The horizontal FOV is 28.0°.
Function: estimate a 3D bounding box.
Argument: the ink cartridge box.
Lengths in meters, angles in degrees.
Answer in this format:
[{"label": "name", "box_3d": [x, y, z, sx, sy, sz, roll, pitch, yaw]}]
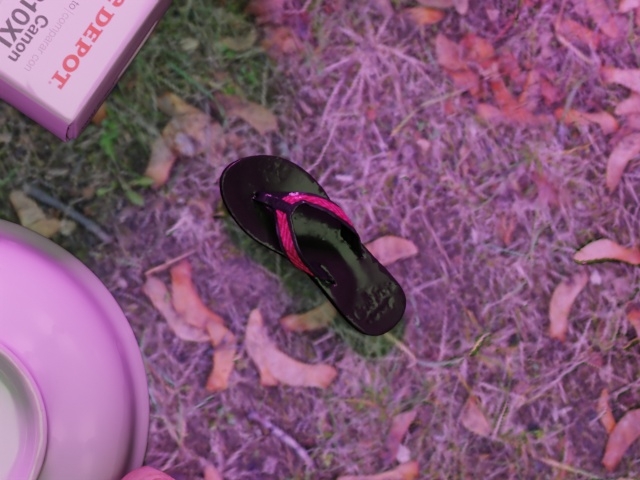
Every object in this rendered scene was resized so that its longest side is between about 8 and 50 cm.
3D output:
[{"label": "ink cartridge box", "box_3d": [-0.224, -0.207, 0.900, 0.237, 0.100, 0.172, 35, 81, -9]}]

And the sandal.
[{"label": "sandal", "box_3d": [0.000, 0.000, 0.972, 0.179, 0.040, 0.067, 44, 79, -8]}]

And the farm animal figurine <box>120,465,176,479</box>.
[{"label": "farm animal figurine", "box_3d": [-0.024, 0.314, 0.895, 0.326, 0.172, 0.330, -2, 84, -27]}]

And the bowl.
[{"label": "bowl", "box_3d": [-0.255, 0.125, 0.860, 0.297, 0.134, 0.298, 1, 87, -14]}]
